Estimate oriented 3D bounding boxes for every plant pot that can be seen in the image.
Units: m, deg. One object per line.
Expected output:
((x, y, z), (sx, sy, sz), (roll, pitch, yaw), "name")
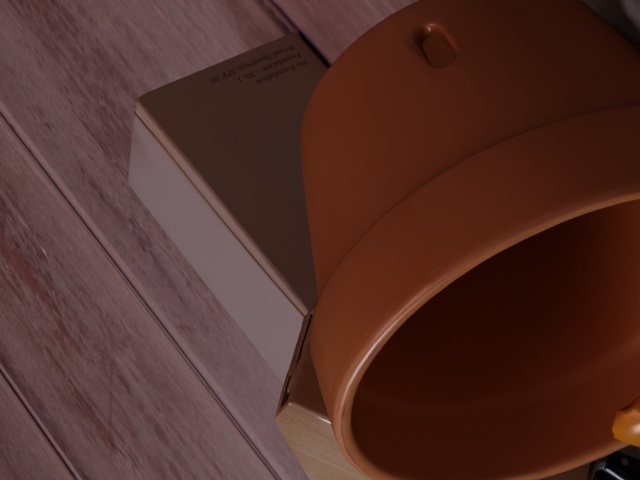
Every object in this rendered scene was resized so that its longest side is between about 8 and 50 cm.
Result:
((0.113, -0.013, 1.079), (0.291, 0.291, 0.203), (100, 153, -51), "plant pot")

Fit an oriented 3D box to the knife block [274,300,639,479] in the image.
((0.127, 0.153, 1.218), (0.242, 0.088, 0.276), (-5, 136, 23), "knife block")

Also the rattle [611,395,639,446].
((0.270, 0.147, 1.011), (0.130, 0.143, 0.200), (88, 161, -68), "rattle")

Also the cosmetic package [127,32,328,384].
((0.000, 0.000, 1.403), (0.309, 0.160, 0.113), (49, 150, 26), "cosmetic package")
